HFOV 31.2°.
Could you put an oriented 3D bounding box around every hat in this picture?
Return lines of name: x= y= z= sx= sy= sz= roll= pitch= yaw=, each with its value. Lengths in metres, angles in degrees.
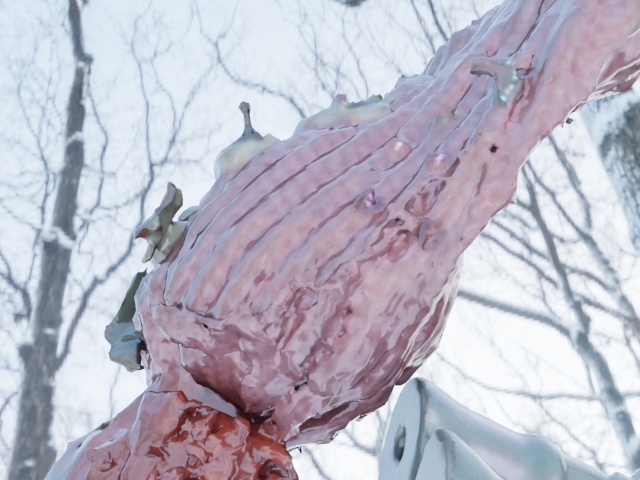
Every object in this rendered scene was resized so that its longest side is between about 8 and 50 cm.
hat: x=0.000 y=0.000 z=0.404 sx=0.107 sy=0.286 sz=0.237 roll=41 pitch=-22 yaw=-7

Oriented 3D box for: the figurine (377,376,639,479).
figurine: x=0.206 y=0.134 z=0.421 sx=0.382 sy=0.224 sz=0.205 roll=16 pitch=-78 yaw=6
